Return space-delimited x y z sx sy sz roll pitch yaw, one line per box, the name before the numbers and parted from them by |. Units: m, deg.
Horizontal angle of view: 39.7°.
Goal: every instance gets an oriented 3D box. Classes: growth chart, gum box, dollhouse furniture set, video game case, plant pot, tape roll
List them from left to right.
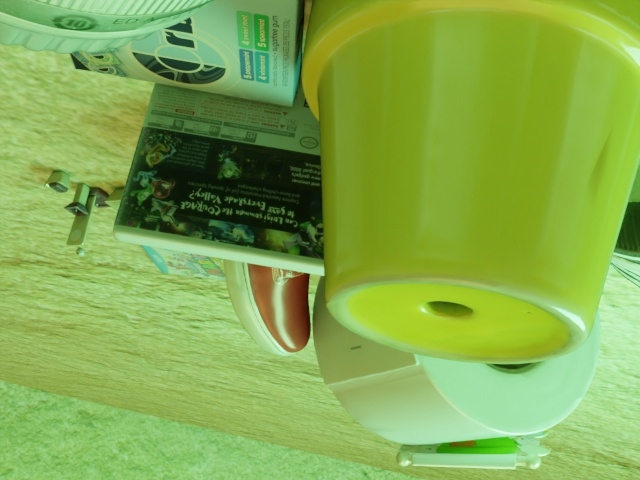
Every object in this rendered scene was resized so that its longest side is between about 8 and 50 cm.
dollhouse furniture set | -0.254 -0.028 1.025 0.114 0.081 0.091 -2 155 29
gum box | -0.105 -0.169 0.663 0.184 0.041 0.157 11 159 1
video game case | -0.152 0.027 1.207 0.166 0.015 0.119 7 158 10
video game case | -0.054 -0.064 0.721 0.190 0.173 0.022 10 156 2
tape roll | 0.136 0.079 0.900 0.246 0.246 0.169 20 157 -23
growth chart | 0.171 0.211 1.016 0.172 0.021 0.237 -6 -171 10
plant pot | 0.100 -0.055 0.590 0.254 0.239 0.254 10 158 4

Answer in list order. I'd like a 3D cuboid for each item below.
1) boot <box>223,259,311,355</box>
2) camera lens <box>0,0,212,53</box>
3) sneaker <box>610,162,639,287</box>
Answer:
boot | 0.000 0.000 0.834 0.176 0.088 0.244 -2 112 23
camera lens | -0.064 -0.209 0.303 0.219 0.219 0.274 22 156 -26
sneaker | 0.440 -0.007 0.716 0.448 0.169 0.257 8 168 27
